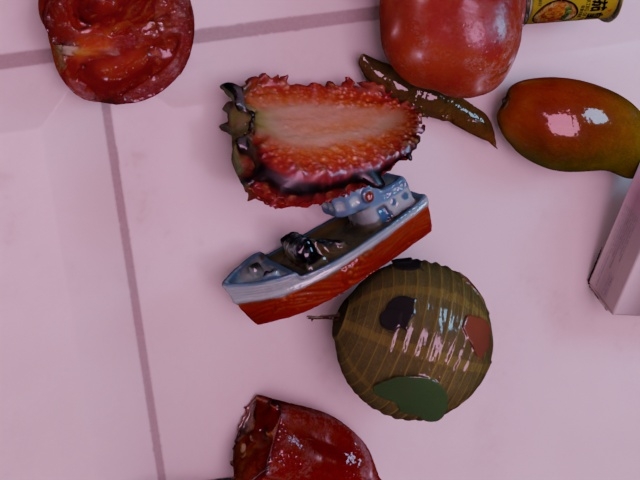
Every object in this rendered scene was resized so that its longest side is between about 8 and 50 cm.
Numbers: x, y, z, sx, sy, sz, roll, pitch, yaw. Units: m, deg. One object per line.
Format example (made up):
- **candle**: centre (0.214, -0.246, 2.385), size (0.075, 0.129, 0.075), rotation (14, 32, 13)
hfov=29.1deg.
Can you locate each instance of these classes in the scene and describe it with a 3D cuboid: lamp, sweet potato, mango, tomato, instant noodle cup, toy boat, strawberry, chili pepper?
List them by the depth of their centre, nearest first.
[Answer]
- **tomato**: centre (-0.280, -0.313, 1.684), size (0.200, 0.140, 0.233), rotation (-13, 138, -10)
- **strawberry**: centre (0.004, -0.126, 1.796), size (0.306, 0.233, 0.138), rotation (1, 138, -22)
- **tomato**: centre (0.194, -0.329, 1.803), size (0.231, 0.188, 0.232), rotation (5, 73, -14)
- **toy boat**: centre (0.000, 0.000, 1.831), size (0.331, 0.145, 0.133), rotation (-32, 114, -18)
- **lamp**: centre (0.116, 0.141, 1.856), size (0.284, 0.250, 0.250), rotation (16, 94, -7)
- **instant noodle cup**: centre (0.360, -0.409, 1.879), size (0.144, 0.182, 0.182), rotation (-12, 104, -7)
- **sweet potato**: centre (0.171, -0.216, 1.899), size (0.273, 0.067, 0.067), rotation (25, 91, -20)
- **chili pepper**: centre (-0.010, 0.333, 1.922), size (0.252, 0.144, 0.136), rotation (19, 125, -29)
- **mango**: centre (0.417, -0.179, 1.959), size (0.289, 0.129, 0.146), rotation (5, 93, -23)

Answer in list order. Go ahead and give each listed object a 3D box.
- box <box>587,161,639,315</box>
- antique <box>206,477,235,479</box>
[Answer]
- **box**: centre (0.583, 0.002, 2.020), size (0.203, 0.106, 0.252), rotation (5, 120, -20)
- **antique**: centre (-0.204, 0.420, 1.871), size (0.182, 0.088, 0.086), rotation (-2, 99, -19)
